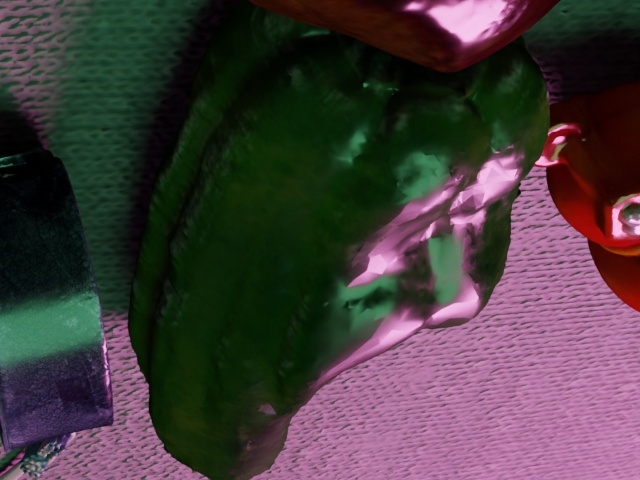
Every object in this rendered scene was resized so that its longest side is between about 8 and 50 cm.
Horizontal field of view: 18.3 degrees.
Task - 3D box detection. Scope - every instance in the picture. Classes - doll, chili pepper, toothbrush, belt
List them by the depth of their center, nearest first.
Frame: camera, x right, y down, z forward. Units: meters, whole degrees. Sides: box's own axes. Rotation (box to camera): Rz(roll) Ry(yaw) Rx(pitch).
[{"bbox_3d":[-0.167,0.033,1.117,0.082,0.141,0.190,-14,145,-12],"label":"belt"},{"bbox_3d":[0.007,0.008,1.144,0.213,0.167,0.385,-3,144,-20],"label":"chili pepper"},{"bbox_3d":[0.259,-0.024,1.228,0.363,0.160,0.182,16,132,-37],"label":"doll"},{"bbox_3d":[-0.272,0.213,1.427,0.030,0.030,0.304,18,134,-42],"label":"toothbrush"}]

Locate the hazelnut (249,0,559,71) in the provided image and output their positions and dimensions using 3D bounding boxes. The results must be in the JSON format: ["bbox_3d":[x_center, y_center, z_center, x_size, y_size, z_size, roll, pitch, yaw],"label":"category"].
[{"bbox_3d":[0.019,-0.191,0.848,0.234,0.218,0.218,19,133,-19],"label":"hazelnut"}]
